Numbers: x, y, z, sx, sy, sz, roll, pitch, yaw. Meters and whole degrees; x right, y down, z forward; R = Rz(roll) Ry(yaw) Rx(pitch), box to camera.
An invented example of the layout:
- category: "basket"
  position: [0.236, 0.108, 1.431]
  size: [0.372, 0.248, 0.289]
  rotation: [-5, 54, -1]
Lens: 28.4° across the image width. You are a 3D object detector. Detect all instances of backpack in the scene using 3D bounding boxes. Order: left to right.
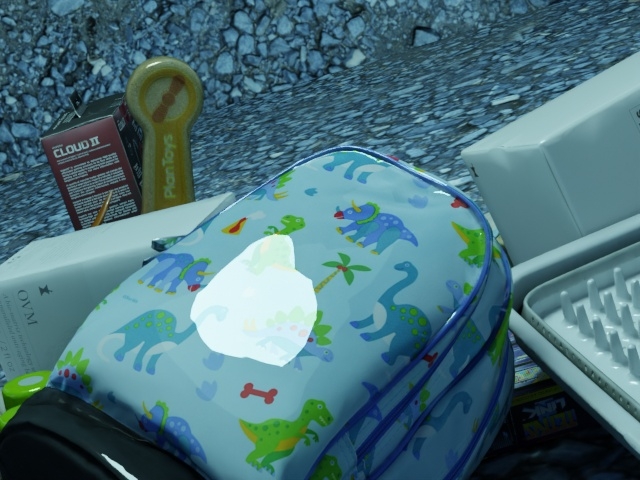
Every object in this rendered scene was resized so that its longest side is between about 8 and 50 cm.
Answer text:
- category: "backpack"
  position: [-0.014, 0.101, 0.882]
  size: [0.355, 0.273, 0.290]
  rotation: [-25, 38, -36]

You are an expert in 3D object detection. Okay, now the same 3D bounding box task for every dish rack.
- category: "dish rack"
  position: [0.306, 0.071, 0.911]
  size: [0.285, 0.072, 0.333]
  rotation: [-23, 28, -11]

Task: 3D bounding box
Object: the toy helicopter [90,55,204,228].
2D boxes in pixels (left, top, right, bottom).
- category: "toy helicopter"
  position: [-0.179, -0.018, 1.358]
  size: [0.235, 0.355, 0.140]
  rotation: [-3, 14, -9]

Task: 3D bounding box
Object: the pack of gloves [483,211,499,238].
- category: "pack of gloves"
  position: [0.109, 0.040, 1.310]
  size: [0.195, 0.046, 0.232]
  rotation: [-23, 8, 38]

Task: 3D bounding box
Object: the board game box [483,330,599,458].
- category: "board game box"
  position: [0.161, 0.119, 1.071]
  size: [0.141, 0.048, 0.170]
  rotation: [-16, 16, 2]

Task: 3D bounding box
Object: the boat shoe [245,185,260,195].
- category: "boat shoe"
  position: [-0.060, -0.021, 1.756]
  size: [0.095, 0.079, 0.254]
  rotation: [-13, 18, 9]

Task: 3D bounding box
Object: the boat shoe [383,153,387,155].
- category: "boat shoe"
  position: [0.059, -0.054, 1.762]
  size: [0.081, 0.079, 0.227]
  rotation: [8, 30, 33]

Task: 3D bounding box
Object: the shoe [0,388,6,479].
- category: "shoe"
  position: [-0.298, 0.210, 1.022]
  size: [0.076, 0.219, 0.058]
  rotation: [10, -24, -14]

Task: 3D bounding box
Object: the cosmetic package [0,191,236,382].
- category: "cosmetic package"
  position: [-0.163, 0.100, 1.176]
  size: [0.224, 0.224, 0.138]
  rotation: [-14, 15, 17]

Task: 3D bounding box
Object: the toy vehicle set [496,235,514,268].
- category: "toy vehicle set"
  position: [0.094, 0.058, 1.381]
  size: [0.267, 0.035, 0.166]
  rotation: [-25, 17, -24]

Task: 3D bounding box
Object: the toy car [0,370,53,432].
- category: "toy car"
  position: [-0.153, 0.184, 1.034]
  size: [0.188, 0.155, 0.149]
  rotation: [-11, 14, -9]

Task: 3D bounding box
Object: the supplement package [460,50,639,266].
- category: "supplement package"
  position: [0.313, -0.075, 1.154]
  size: [0.293, 0.175, 0.177]
  rotation: [-29, 9, -13]

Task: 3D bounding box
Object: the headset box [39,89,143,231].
- category: "headset box"
  position: [-0.296, -0.074, 1.806]
  size: [0.110, 0.293, 0.218]
  rotation: [-18, 16, 1]
